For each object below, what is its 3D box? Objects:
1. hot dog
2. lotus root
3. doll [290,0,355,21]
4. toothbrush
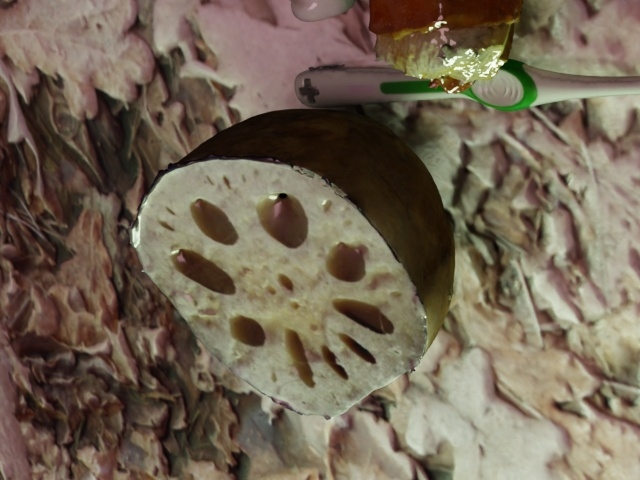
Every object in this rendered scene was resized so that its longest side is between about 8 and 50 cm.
[{"bbox_3d":[0.093,-0.214,1.177,0.146,0.103,0.213,28,121,56],"label":"hot dog"},{"bbox_3d":[0.000,0.000,1.305,0.272,0.192,0.272,16,125,25],"label":"lotus root"},{"bbox_3d":[-0.033,-0.311,1.202,0.130,0.161,0.290,-16,121,1],"label":"doll"},{"bbox_3d":[0.131,-0.119,1.226,0.418,0.040,0.042,2,114,41],"label":"toothbrush"}]
